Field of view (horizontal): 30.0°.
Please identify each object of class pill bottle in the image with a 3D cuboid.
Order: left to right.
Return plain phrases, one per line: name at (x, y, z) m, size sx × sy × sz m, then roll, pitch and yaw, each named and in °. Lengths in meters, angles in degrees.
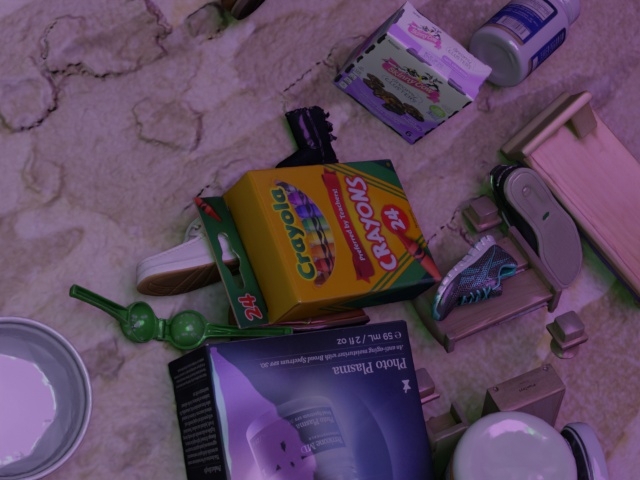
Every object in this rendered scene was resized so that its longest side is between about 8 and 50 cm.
pill bottle at (0.236, 0.351, 1.612) m, size 0.162 × 0.278 × 0.162 m, roll 2°, pitch 60°, yaw -3°
pill bottle at (0.341, -0.346, 1.965) m, size 0.187 × 0.112 × 0.112 m, roll -42°, pitch 94°, yaw -28°

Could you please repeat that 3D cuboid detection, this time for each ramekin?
ramekin at (-0.395, 0.204, 1.485) m, size 0.207 × 0.109 × 0.207 m, roll 6°, pitch 74°, yaw -22°

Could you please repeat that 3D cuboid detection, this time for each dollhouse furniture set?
dollhouse furniture set at (0.206, 0.152, 1.808) m, size 0.303 × 0.173 × 0.355 m, roll -21°, pitch 55°, yaw -15°

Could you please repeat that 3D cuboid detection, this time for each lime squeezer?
lime squeezer at (-0.196, 0.104, 1.604) m, size 0.311 × 0.110 × 0.058 m, roll 14°, pitch 50°, yaw -24°

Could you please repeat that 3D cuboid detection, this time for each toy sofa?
toy sofa at (0.466, -0.062, 1.939) m, size 0.150 × 0.177 × 0.362 m, roll -43°, pitch 95°, yaw -3°

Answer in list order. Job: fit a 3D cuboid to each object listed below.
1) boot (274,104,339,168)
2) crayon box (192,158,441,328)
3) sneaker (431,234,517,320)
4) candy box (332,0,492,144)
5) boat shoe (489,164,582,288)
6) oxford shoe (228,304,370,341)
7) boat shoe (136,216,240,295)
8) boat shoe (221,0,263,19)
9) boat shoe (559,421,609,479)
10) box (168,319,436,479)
boot at (-0.029, -0.147, 1.782) m, size 0.121 × 0.045 × 0.099 m, roll -13°, pitch 83°, yaw -34°
crayon box at (0.000, 0.000, 1.649) m, size 0.319 × 0.081 × 0.202 m, roll -9°, pitch 69°, yaw -40°
sneaker at (0.225, 0.063, 1.730) m, size 0.076 × 0.065 × 0.166 m, roll 35°, pitch 62°, yaw 20°
candy box at (0.134, -0.247, 1.798) m, size 0.165 × 0.196 × 0.070 m, roll 37°, pitch 64°, yaw -10°
boat shoe at (0.341, -0.024, 1.885) m, size 0.084 × 0.079 × 0.233 m, roll -42°, pitch 116°, yaw -16°
oxford shoe at (-0.029, 0.105, 1.698) m, size 0.212 × 0.076 × 0.076 m, roll -2°, pitch 67°, yaw -24°
boat shoe at (-0.147, 0.003, 1.662) m, size 0.277 × 0.098 × 0.096 m, roll -16°, pitch 75°, yaw -39°
boat shoe at (-0.081, -0.455, 1.820) m, size 0.104 × 0.111 × 0.307 m, roll 38°, pitch 54°, yaw -6°
boat shoe at (0.351, 0.421, 1.756) m, size 0.105 × 0.113 × 0.306 m, roll 4°, pitch 89°, yaw -17°
box at (-0.019, 0.275, 1.593) m, size 0.296 × 0.183 × 0.293 m, roll -6°, pitch 79°, yaw -25°
